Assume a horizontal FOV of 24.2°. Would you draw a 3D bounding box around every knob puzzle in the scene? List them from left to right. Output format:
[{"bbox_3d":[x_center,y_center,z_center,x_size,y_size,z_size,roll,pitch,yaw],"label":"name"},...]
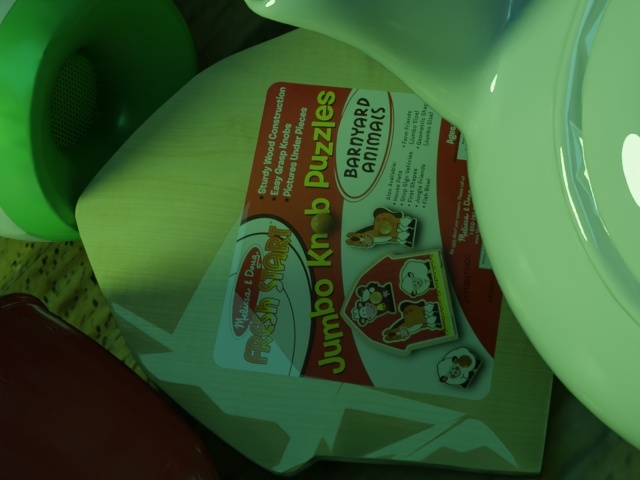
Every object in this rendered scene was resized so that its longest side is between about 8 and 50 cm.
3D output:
[{"bbox_3d":[0.000,0.000,0.587,0.213,0.030,0.213,-3,69,7],"label":"knob puzzle"}]

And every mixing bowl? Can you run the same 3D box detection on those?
[{"bbox_3d":[-0.094,0.118,0.540,0.098,0.181,0.181,17,78,10],"label":"mixing bowl"}]

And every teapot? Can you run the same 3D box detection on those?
[{"bbox_3d":[0.154,-0.030,0.407,0.256,0.187,0.252,-30,83,15],"label":"teapot"}]

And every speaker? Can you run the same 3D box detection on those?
[{"bbox_3d":[-0.205,-0.081,0.689,0.296,0.131,0.131,13,77,31],"label":"speaker"}]
